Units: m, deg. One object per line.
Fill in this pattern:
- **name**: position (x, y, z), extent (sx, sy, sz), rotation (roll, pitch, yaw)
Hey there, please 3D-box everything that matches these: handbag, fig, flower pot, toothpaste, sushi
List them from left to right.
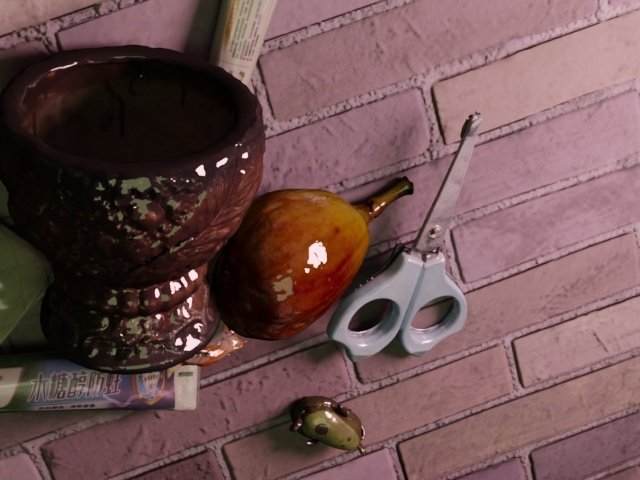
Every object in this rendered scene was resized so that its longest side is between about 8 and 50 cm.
- **handbag**: position (-0.393, 0.000, 1.435), extent (0.219, 0.079, 0.256), rotation (-47, 123, 8)
- **toothpaste**: position (-0.329, 0.165, 1.562), extent (0.392, 0.061, 0.098), rotation (-2, 108, -17)
- **flower pot**: position (-0.194, -0.023, 1.368), extent (0.267, 0.266, 0.267), rotation (-4, 125, -14)
- **sushi**: position (-0.186, 0.097, 1.532), extent (0.226, 0.097, 0.103), rotation (5, 135, -20)
- **toothpaste**: position (-0.087, -0.203, 1.419), extent (0.067, 0.037, 0.255), rotation (11, 114, -16)
- **fig**: position (-0.001, -0.002, 1.517), extent (0.274, 0.145, 0.170), rotation (-33, 162, -29)
- **handbag**: position (0.014, 0.234, 1.714), extent (0.111, 0.047, 0.072), rotation (31, 109, -27)

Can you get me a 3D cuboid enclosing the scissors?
- **scissors**: position (0.125, 0.001, 1.587), extent (0.191, 0.029, 0.360), rotation (-1, 126, -27)
